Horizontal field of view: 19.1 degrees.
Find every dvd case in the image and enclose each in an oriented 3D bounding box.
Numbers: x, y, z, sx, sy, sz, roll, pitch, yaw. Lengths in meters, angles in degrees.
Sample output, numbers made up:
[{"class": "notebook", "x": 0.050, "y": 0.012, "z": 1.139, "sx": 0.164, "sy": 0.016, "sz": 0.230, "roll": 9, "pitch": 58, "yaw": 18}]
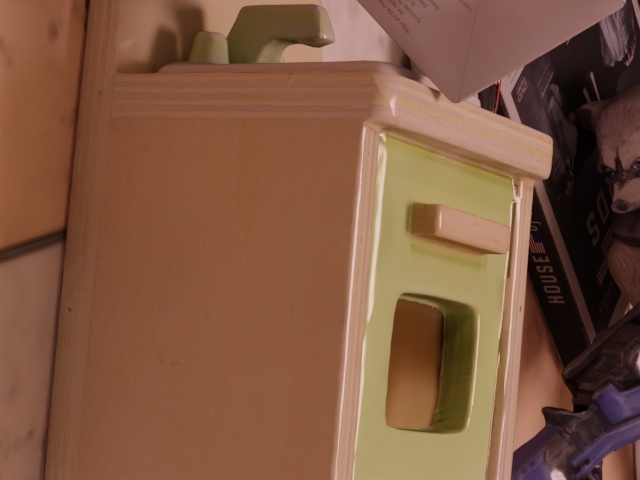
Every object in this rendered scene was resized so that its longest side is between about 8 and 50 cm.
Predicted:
[{"class": "dvd case", "x": 0.146, "y": -0.068, "z": 1.082, "sx": 0.179, "sy": 0.030, "sz": 0.238, "roll": -61, "pitch": 140, "yaw": -37}]

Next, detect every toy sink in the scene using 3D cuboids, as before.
[{"class": "toy sink", "x": 0.000, "y": 0.000, "z": 0.732, "sx": 0.153, "sy": 0.131, "sz": 0.234, "roll": 15, "pitch": 79, "yaw": -60}]

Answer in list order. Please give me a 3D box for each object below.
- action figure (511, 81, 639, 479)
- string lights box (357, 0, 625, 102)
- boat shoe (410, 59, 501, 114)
[{"class": "action figure", "x": 0.218, "y": 0.062, "z": 1.064, "sx": 0.341, "sy": 0.178, "sz": 0.330, "roll": -32, "pitch": 111, "yaw": -16}, {"class": "string lights box", "x": 0.036, "y": -0.188, "z": 0.716, "sx": 0.133, "sy": 0.077, "sz": 0.259, "roll": 43, "pitch": 30, "yaw": -32}, {"class": "boat shoe", "x": 0.066, "y": -0.058, "z": 0.923, "sx": 0.042, "sy": 0.049, "sz": 0.133, "roll": 14, "pitch": 76, "yaw": -51}]
